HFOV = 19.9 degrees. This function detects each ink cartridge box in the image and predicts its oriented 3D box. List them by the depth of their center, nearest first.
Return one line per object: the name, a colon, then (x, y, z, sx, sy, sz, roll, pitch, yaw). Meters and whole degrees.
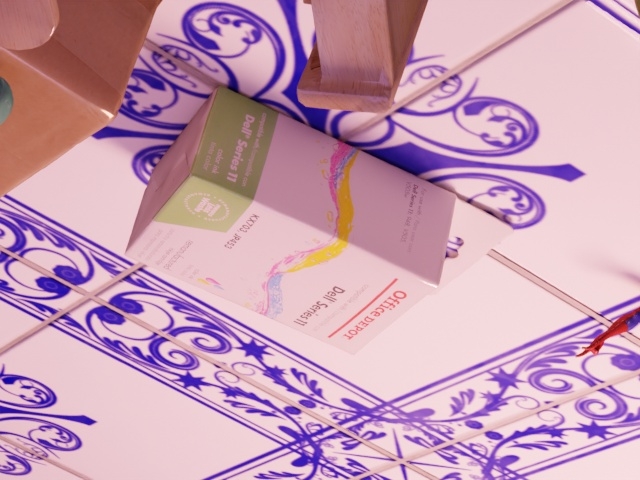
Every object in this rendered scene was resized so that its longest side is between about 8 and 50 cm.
ink cartridge box: (0.000, 0.000, 1.911, 0.353, 0.119, 0.207, 24, 147, -15)

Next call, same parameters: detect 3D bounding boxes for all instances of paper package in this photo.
paper package: (-0.364, -0.202, 1.694, 0.324, 0.168, 0.309, 33, 143, -26)

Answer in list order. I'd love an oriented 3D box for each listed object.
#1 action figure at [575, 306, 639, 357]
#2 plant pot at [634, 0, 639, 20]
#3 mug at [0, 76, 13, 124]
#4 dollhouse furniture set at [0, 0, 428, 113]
action figure: (0.364, 0.078, 1.873, 0.091, 0.139, 0.280, 47, 154, 15)
plant pot: (0.394, -0.197, 1.288, 0.293, 0.275, 0.275, -18, 144, 0)
mug: (-0.361, -0.113, 1.581, 0.157, 0.097, 0.129, -21, 134, 42)
dollhouse furniture set: (-0.131, -0.257, 1.273, 0.394, 0.362, 0.256, 6, 137, 15)
